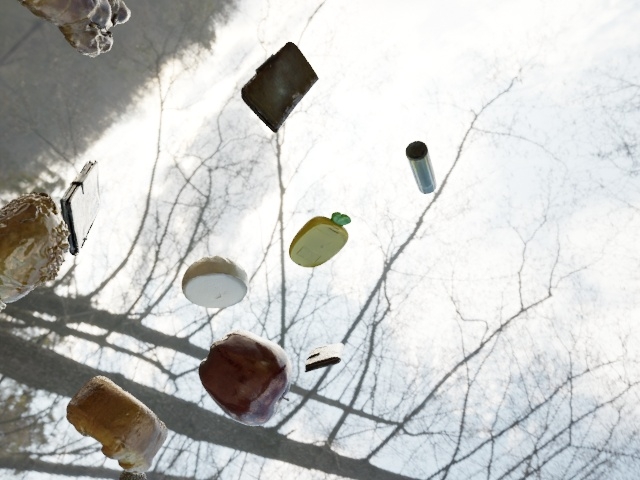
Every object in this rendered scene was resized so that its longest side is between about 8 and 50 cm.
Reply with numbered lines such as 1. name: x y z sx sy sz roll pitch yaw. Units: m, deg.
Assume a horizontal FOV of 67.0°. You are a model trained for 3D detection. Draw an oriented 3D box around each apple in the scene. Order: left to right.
1. apple: -0.244 0.462 1.635 0.288 0.316 0.288 -56 173 -11

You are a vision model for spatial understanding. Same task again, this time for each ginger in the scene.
1. ginger: -0.596 -0.642 1.224 0.152 0.274 0.358 -7 -123 27

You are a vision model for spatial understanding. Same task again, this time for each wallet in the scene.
1. wallet: -0.686 -0.104 1.395 0.044 0.169 0.317 0 -151 -12
2. wallet: -0.096 -0.390 1.202 0.031 0.137 0.255 -16 -146 46
3. wallet: 0.013 0.375 1.581 0.121 0.031 0.232 -13 180 4

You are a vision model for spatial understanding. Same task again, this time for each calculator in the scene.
1. calculator: 0.000 0.000 1.435 0.235 0.146 0.032 -46 -151 31

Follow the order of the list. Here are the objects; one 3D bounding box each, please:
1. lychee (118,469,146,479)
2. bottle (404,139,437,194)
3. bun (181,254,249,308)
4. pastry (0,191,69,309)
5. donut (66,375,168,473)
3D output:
1. lychee: -0.488 0.623 1.258 0.067 0.083 0.068 2 -99 11
2. bottle: 0.373 -0.261 1.774 0.082 0.286 0.082 -7 -112 18
3. bun: -0.221 0.075 1.016 0.138 0.138 0.094 -28 -132 20
4. pastry: -0.640 0.042 0.969 0.310 0.162 0.255 -38 -150 -9
5. donut: -0.425 0.385 1.015 0.226 0.227 0.114 5 -132 46
